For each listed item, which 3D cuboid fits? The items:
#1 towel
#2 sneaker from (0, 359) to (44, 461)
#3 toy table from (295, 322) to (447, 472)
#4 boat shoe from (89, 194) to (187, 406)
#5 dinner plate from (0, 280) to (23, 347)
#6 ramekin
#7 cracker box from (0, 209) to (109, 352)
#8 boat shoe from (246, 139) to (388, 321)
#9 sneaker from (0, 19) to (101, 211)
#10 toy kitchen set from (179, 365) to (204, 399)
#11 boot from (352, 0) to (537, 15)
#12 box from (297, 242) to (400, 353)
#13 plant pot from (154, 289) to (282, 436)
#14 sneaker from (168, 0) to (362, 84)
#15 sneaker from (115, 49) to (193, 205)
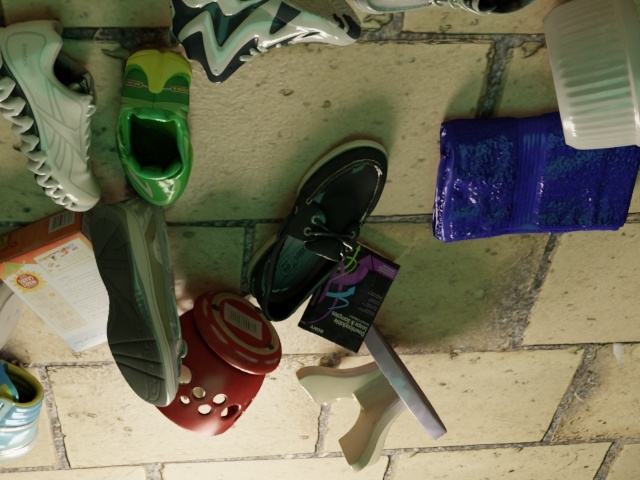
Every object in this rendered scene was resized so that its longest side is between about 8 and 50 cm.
[{"bbox_3d":[0.324,-0.088,1.404,0.308,0.076,0.228,-6,136,-3],"label":"towel"},{"bbox_3d":[-0.613,0.284,1.568,0.319,0.127,0.208,-5,138,-38],"label":"sneaker"},{"bbox_3d":[0.087,0.276,1.632,0.161,0.252,0.274,-33,110,3],"label":"toy table"},{"bbox_3d":[-0.251,0.091,1.386,0.118,0.103,0.320,3,111,39],"label":"boat shoe"},{"bbox_3d":[-0.482,0.119,1.436,0.017,0.141,0.141,20,132,2],"label":"dinner plate"},{"bbox_3d":[0.350,-0.213,1.199,0.109,0.207,0.207,-11,136,15],"label":"ramekin"},{"bbox_3d":[-0.370,0.063,1.448,0.155,0.067,0.232,-20,134,11],"label":"cracker box"},{"bbox_3d":[-0.004,-0.001,1.410,0.127,0.113,0.340,25,126,-29],"label":"boat shoe"},{"bbox_3d":[-0.334,-0.154,1.215,0.118,0.110,0.292,-20,136,-2],"label":"sneaker"},{"bbox_3d":[-0.242,0.232,1.667,0.068,0.075,0.083,8,93,-21],"label":"toy kitchen set"},{"bbox_3d":[0.162,-0.312,1.116,0.258,0.123,0.095,-19,135,10],"label":"boot"},{"bbox_3d":[0.047,0.088,1.507,0.116,0.029,0.162,27,89,-32],"label":"box"},{"bbox_3d":[-0.170,0.190,1.518,0.191,0.191,0.174,27,118,-31],"label":"plant pot"},{"bbox_3d":[-0.079,-0.251,1.160,0.235,0.094,0.153,11,134,-19],"label":"sneaker"},{"bbox_3d":[-0.222,-0.121,1.222,0.109,0.123,0.295,7,151,-4],"label":"sneaker"}]
